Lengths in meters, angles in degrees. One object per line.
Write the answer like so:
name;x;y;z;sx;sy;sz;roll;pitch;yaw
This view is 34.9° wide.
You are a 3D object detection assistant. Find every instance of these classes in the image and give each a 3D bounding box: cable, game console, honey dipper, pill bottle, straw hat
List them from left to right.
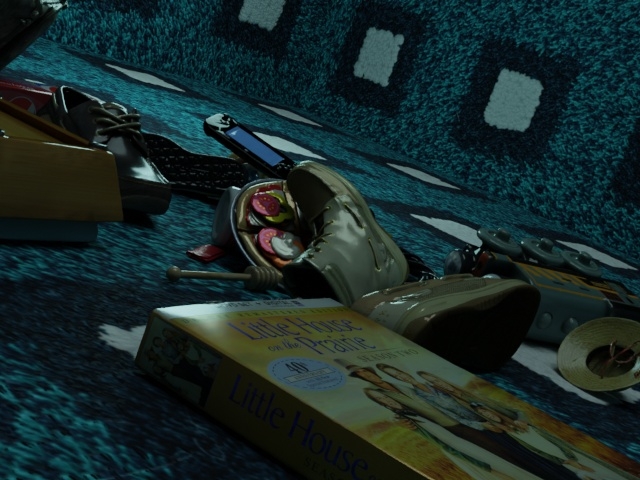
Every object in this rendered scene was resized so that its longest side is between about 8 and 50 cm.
honey dipper;-0.120;0.043;1.233;0.160;0.031;0.030;5;18;-42
pill bottle;-0.067;-0.014;1.442;0.160;0.087;0.087;16;12;-19
game console;-0.065;-0.122;1.881;0.361;0.044;0.213;35;16;5
cable;0.129;0.041;1.627;0.150;0.047;0.184;28;13;36
straw hat;0.405;0.176;1.411;0.144;0.144;0.061;34;-24;50

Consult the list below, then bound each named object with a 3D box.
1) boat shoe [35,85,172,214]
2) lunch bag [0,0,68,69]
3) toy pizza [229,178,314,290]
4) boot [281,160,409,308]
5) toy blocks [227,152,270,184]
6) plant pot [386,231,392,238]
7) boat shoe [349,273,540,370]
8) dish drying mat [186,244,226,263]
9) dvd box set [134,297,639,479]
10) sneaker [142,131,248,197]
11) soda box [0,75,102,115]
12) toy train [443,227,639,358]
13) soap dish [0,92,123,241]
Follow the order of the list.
boat shoe;-0.327;-0.142;1.484;0.132;0.130;0.355;8;16;-45
lunch bag;-0.578;-0.366;1.654;0.213;0.305;0.256;53;10;4
toy pizza;-0.027;-0.010;1.372;0.201;0.032;0.201;20;44;-21
boot;0.000;0.000;1.298;0.213;0.077;0.165;50;40;9
toy blocks;-0.112;-0.120;1.962;0.123;0.054;0.148;18;13;-20
plant pot;0.044;0.018;1.515;0.083;0.082;0.081;-4;24;-42
boat shoe;0.165;0.089;1.263;0.110;0.122;0.341;28;15;33
dish drying mat;-0.151;0.016;1.352;0.032;0.008;0.083;21;11;9
dvd box set;0.086;0.167;0.906;0.420;0.062;0.307;27;12;30
sneaker;-0.235;-0.113;1.717;0.234;0.084;0.097;18;-13;-18
soda box;-0.474;-0.206;1.635;0.083;0.092;0.263;26;13;31
toy train;0.354;0.088;1.595;0.333;0.142;0.190;14;22;-29
soap dish;-0.399;-0.100;1.194;0.290;0.118;0.229;26;12;31
